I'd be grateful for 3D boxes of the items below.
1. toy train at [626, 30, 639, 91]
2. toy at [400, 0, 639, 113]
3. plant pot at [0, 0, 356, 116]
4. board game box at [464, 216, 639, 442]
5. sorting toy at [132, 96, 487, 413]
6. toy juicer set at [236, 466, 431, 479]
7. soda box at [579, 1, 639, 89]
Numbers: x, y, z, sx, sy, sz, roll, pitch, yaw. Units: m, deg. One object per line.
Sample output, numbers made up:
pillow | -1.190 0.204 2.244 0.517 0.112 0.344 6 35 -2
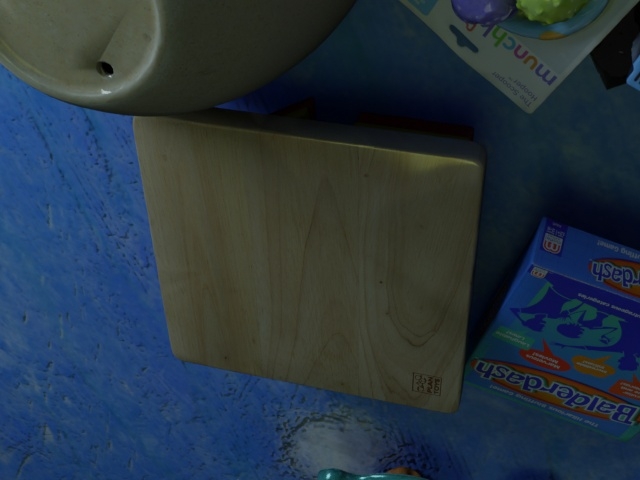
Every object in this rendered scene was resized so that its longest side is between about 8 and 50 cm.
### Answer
toy train | 0.251 -0.134 0.520 0.105 0.080 0.184 31 131 3
toy | 0.122 -0.172 0.557 0.137 0.056 0.237 43 143 3
plant pot | -0.117 -0.188 0.605 0.284 0.191 0.284 10 130 11
board game box | 0.212 0.079 0.767 0.160 0.047 0.210 19 149 3
sorting toy | 0.000 0.000 0.785 0.256 0.089 0.257 9 131 13
toy juicer set | 0.077 0.295 1.012 0.329 0.089 0.209 8 144 2
soda box | 0.246 -0.154 0.593 0.169 0.053 0.060 -17 119 30
